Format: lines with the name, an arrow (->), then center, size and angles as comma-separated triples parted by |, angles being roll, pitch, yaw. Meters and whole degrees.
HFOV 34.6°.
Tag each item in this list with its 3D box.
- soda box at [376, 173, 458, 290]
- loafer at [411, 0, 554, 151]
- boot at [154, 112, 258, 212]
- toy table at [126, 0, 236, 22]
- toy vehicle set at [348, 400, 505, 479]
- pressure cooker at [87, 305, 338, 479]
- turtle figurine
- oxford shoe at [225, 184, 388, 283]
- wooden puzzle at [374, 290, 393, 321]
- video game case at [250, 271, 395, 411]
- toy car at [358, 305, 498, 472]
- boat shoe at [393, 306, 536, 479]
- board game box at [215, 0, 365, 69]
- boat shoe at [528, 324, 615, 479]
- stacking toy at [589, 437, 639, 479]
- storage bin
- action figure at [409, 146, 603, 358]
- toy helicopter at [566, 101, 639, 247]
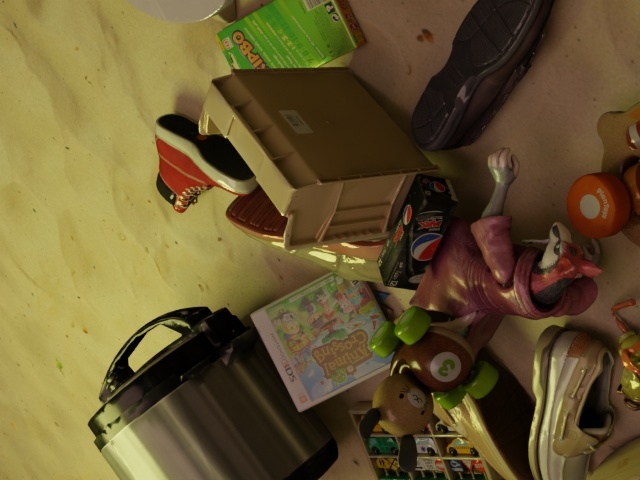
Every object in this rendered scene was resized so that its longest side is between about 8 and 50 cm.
soda box -> 0.136, -0.010, 1.462 | 0.053, 0.060, 0.169 | 8, 128, -18
loafer -> 0.234, -0.241, 1.414 | 0.302, 0.095, 0.109 | -55, 44, 40
boot -> -0.206, -0.102, 1.845 | 0.244, 0.088, 0.176 | 33, 132, 31
toy table -> -0.194, -0.440, 1.580 | 0.274, 0.161, 0.252 | 29, 130, 24
toy vehicle set -> 0.185, 0.364, 1.829 | 0.267, 0.035, 0.166 | -10, 108, 42
pressure cooker -> -0.214, 0.335, 1.893 | 0.420, 0.370, 0.375 | 52, 169, 6
turtle figurine -> 0.454, 0.212, 1.387 | 0.087, 0.269, 0.217 | -27, 107, 1
oxford shoe -> 0.000, 0.000, 1.702 | 0.397, 0.140, 0.146 | 17, 146, 42
wooden puzzle -> 0.090, 0.134, 1.788 | 0.078, 0.014, 0.116 | 19, 125, 30
video game case -> 0.011, 0.166, 1.771 | 0.212, 0.023, 0.193 | -28, 86, 12
toy car -> 0.127, 0.218, 1.428 | 0.155, 0.188, 0.149 | 39, 147, -9
boat shoe -> 0.241, 0.250, 1.666 | 0.110, 0.121, 0.341 | -41, 76, 47
board game box -> -0.054, -0.319, 1.625 | 0.259, 0.039, 0.124 | -18, 102, 41
boat shoe -> 0.387, 0.280, 1.560 | 0.103, 0.113, 0.302 | 14, 122, 40
stacking toy -> 0.552, 0.455, 1.528 | 0.330, 0.141, 0.141 | 50, 135, -4
storage bin -> -0.008, -0.127, 1.492 | 0.262, 0.260, 0.123 | 53, 136, 33
action figure -> 0.238, 0.053, 1.420 | 0.248, 0.276, 0.370 | 37, 167, -14
toy helicopter -> 0.438, -0.154, 1.241 | 0.235, 0.140, 0.355 | 17, 111, 53
